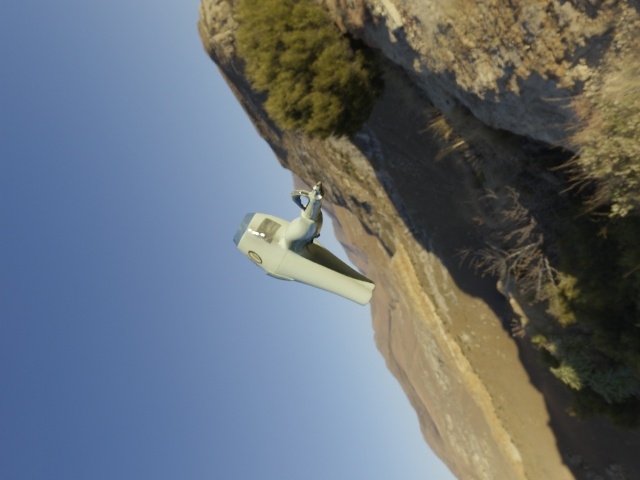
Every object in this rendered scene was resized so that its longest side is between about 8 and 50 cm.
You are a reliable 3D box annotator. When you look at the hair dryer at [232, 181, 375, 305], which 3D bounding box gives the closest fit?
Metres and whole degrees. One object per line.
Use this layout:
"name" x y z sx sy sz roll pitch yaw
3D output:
"hair dryer" 0.012 0.011 0.427 0.167 0.068 0.199 32 156 -21
